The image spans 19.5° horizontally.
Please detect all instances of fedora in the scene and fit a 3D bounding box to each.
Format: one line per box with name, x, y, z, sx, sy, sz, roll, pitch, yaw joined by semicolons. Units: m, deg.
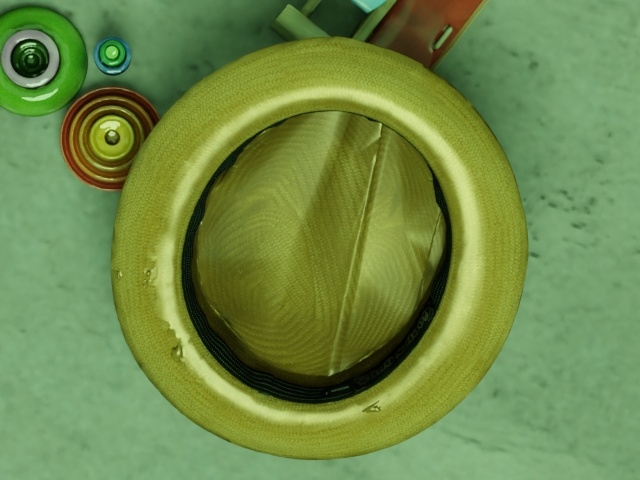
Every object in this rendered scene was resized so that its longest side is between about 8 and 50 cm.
fedora;0.000;0.000;0.837;0.194;0.079;0.194;1;107;3

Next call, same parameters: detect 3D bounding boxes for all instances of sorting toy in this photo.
sorting toy;-0.110;-0.069;0.849;0.102;0.042;0.061;43;87;-5

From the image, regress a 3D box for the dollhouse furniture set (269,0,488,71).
dollhouse furniture set;0.089;-0.132;0.824;0.129;0.129;0.184;38;87;-6
